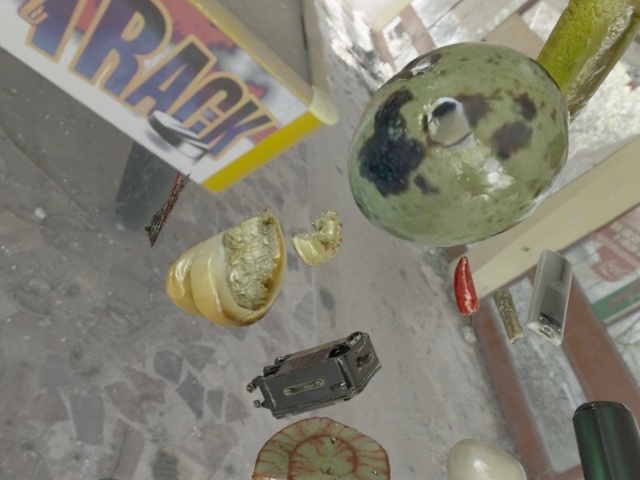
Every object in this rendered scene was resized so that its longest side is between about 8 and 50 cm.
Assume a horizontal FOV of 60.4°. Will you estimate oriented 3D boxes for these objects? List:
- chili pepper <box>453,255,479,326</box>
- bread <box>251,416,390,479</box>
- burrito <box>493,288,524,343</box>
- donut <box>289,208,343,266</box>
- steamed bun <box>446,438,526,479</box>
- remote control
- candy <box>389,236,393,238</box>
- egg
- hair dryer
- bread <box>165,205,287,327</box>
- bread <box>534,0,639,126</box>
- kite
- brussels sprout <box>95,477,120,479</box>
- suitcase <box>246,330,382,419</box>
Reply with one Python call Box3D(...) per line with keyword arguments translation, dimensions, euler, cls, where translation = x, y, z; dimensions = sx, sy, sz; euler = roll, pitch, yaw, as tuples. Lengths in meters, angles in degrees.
Box3D(translation=(0.462, 0.161, 1.751), dimensions=(0.063, 0.071, 0.272), euler=(-53, 134, -53), cls="chili pepper")
Box3D(translation=(0.014, 0.579, 1.383), dimensions=(0.295, 0.328, 0.114), euler=(-33, 129, -57), cls="bread")
Box3D(translation=(0.559, 0.220, 1.636), dimensions=(0.042, 0.051, 0.171), euler=(36, 37, -38), cls="burrito")
Box3D(translation=(0.003, 0.003, 1.292), dimensions=(0.166, 0.065, 0.108), euler=(-40, 113, -51), cls="donut")
Box3D(translation=(0.478, 0.702, 1.618), dimensions=(0.232, 0.232, 0.145), euler=(45, 54, -15), cls="steamed bun")
Box3D(translation=(0.672, 0.149, 1.583), dimensions=(0.109, 0.055, 0.313), euler=(33, 49, -2), cls="remote control")
Box3D(translation=(0.193, -0.064, 1.408), dimensions=(0.095, 0.085, 0.110), euler=(-10, 53, -12), cls="candy")
Box3D(translation=(0.229, -0.160, 0.997), dimensions=(0.345, 0.428, 0.345), euler=(10, 71, -32), cls="egg")
Box3D(translation=(0.340, 0.211, 0.505), dimensions=(0.198, 0.057, 0.100), euler=(7, 49, 3), cls="hair dryer")
Box3D(translation=(-0.251, 0.061, 1.565), dimensions=(0.245, 0.329, 0.424), euler=(14, 22, 17), cls="bread")
Box3D(translation=(0.574, -0.400, 1.229), dimensions=(0.166, 0.383, 0.112), euler=(16, 44, -6), cls="bread")
Box3D(translation=(-0.293, -0.061, 1.045), dimensions=(0.009, 0.189, 0.232), euler=(25, 30, -8), cls="kite")
Box3D(translation=(-0.393, 0.532, 1.005), dimensions=(0.161, 0.180, 0.144), euler=(25, 24, 1), cls="brussels sprout")
Box3D(translation=(-0.011, 0.467, 1.902), dimensions=(0.283, 0.434, 0.194), euler=(-23, 88, -63), cls="suitcase")
